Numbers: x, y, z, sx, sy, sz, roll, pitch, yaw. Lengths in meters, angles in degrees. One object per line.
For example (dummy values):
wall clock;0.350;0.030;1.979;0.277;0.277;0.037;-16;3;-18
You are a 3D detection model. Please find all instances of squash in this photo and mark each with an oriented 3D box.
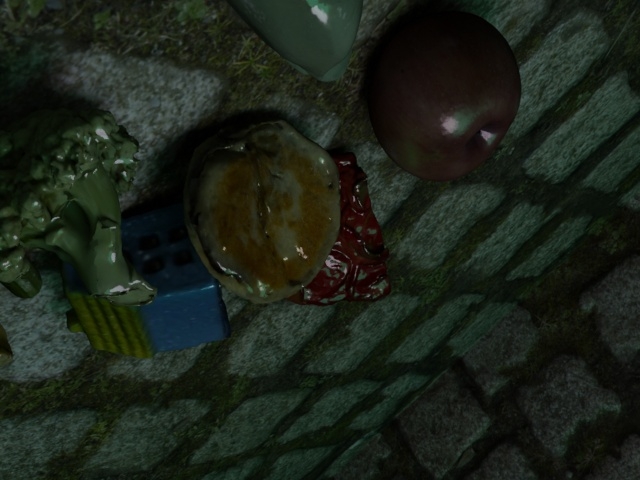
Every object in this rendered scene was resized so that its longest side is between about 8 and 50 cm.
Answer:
squash;-0.514;0.031;1.333;0.066;0.066;0.229;-31;154;-8

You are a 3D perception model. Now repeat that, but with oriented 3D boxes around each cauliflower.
cauliflower;-0.369;-0.044;1.143;0.260;0.281;0.327;-2;144;-40

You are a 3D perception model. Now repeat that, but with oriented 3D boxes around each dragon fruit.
dragon fruit;0.005;0.008;1.698;0.285;0.228;0.329;-17;150;-27

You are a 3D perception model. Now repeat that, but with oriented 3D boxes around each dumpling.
dumpling;-0.046;-0.370;1.104;0.211;0.270;0.320;-7;172;-6

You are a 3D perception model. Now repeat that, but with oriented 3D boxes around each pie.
pie;-0.096;-0.057;1.431;0.339;0.339;0.077;-8;178;-41

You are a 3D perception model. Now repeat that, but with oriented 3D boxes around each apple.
apple;0.229;-0.260;1.515;0.305;0.235;0.306;-28;151;-17

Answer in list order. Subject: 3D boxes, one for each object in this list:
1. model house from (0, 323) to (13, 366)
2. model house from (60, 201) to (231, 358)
model house;-0.604;0.149;1.283;0.193;0.175;0.234;-28;148;-14
model house;-0.319;0.087;1.489;0.303;0.216;0.237;-16;149;-10
